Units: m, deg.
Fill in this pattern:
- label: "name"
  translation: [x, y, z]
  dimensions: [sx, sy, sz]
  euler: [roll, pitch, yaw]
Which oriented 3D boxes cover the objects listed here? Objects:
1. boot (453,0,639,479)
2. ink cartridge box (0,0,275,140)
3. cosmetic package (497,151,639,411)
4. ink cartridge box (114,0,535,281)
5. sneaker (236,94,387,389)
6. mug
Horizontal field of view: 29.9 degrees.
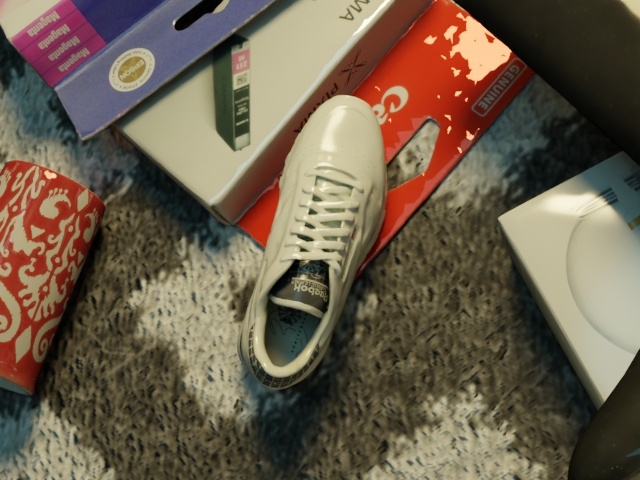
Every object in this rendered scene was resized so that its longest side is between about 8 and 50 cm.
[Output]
- label: "boot"
  translation: [0.195, -0.076, 0.770]
  dimensions: [0.367, 0.146, 0.445]
  euler: [-33, 66, -7]
- label: "ink cartridge box"
  translation: [-0.155, -0.297, 1.055]
  dimensions: [0.324, 0.071, 0.330]
  euler: [-37, 53, 2]
- label: "cosmetic package"
  translation: [0.356, 0.024, 0.821]
  dimensions: [0.377, 0.097, 0.284]
  euler: [-29, 68, 4]
- label: "ink cartridge box"
  translation: [0.004, -0.122, 0.991]
  dimensions: [0.239, 0.060, 0.275]
  euler: [39, 85, 25]
- label: "sneaker"
  translation: [0.000, 0.000, 0.910]
  dimensions: [0.090, 0.095, 0.235]
  euler: [14, 84, 0]
- label: "mug"
  translation: [-0.270, 0.023, 0.990]
  dimensions: [0.150, 0.113, 0.169]
  euler: [17, 74, 19]
